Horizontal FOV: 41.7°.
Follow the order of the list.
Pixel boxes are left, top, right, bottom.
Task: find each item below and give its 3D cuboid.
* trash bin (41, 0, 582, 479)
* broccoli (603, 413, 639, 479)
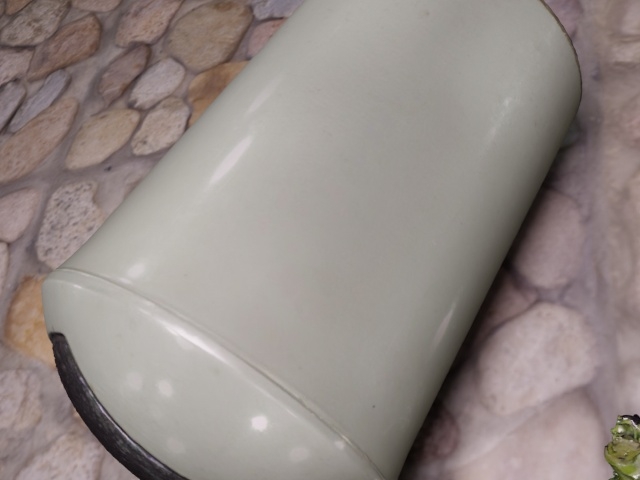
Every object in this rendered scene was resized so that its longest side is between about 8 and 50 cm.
[{"bbox_3d":[0.000,0.000,0.643,0.280,0.280,0.432,16,61,37],"label":"trash bin"},{"bbox_3d":[0.215,0.149,0.530,0.095,0.092,0.097,-17,31,51],"label":"broccoli"}]
